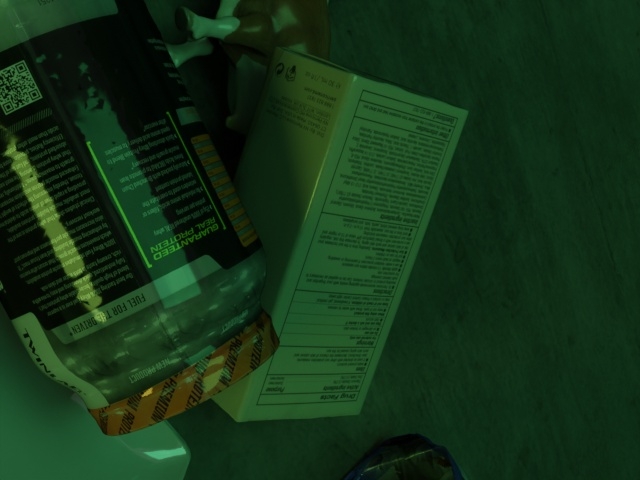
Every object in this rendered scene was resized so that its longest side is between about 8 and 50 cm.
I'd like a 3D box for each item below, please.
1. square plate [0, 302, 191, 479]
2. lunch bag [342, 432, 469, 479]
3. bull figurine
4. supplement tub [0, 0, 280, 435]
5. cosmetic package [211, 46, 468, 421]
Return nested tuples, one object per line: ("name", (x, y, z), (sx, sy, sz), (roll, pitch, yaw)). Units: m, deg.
("square plate", (-0.255, 0.167, 0.619), (0.344, 0.049, 0.347), (55, 29, -23))
("lunch bag", (0.112, 0.419, 0.856), (0.327, 0.239, 0.385), (62, 22, -16))
("bull figurine", (-0.056, -0.160, 0.837), (0.188, 0.101, 0.310), (-23, 113, -34))
("supplement tub", (-0.165, -0.028, 0.668), (0.194, 0.194, 0.315), (-29, 96, -39))
("cosmetic package", (0.000, 0.000, 0.806), (0.160, 0.113, 0.309), (9, 106, -44))
